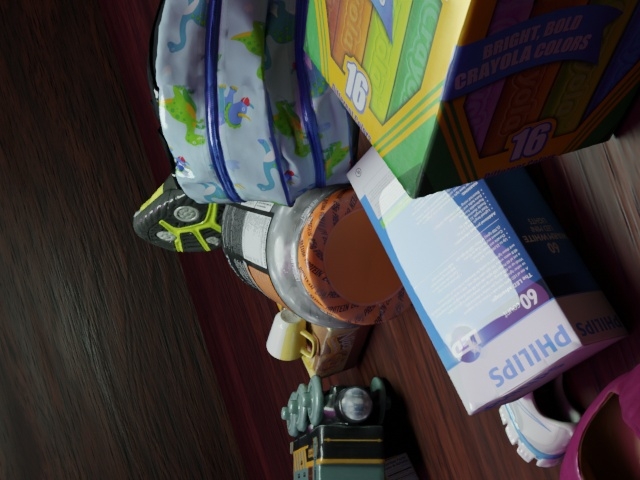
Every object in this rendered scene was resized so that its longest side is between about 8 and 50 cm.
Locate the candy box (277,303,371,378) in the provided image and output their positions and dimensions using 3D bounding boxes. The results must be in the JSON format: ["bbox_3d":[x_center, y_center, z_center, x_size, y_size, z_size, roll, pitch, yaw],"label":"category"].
[{"bbox_3d":[-0.028,0.048,1.221,0.182,0.088,0.316,103,146,-54],"label":"candy box"}]

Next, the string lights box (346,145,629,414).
[{"bbox_3d":[0.136,0.005,0.662,0.133,0.077,0.259,-46,60,40],"label":"string lights box"}]

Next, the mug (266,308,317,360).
[{"bbox_3d":[-0.041,0.141,1.136,0.062,0.078,0.064,-80,-1,-56],"label":"mug"}]

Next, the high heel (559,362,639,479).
[{"bbox_3d":[0.202,0.152,0.504,0.377,0.182,0.127,101,147,-54],"label":"high heel"}]

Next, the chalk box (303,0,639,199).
[{"bbox_3d":[0.113,-0.200,0.457,0.288,0.179,0.180,97,150,-51],"label":"chalk box"}]

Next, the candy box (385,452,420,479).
[{"bbox_3d":[0.140,0.433,1.136,0.109,0.053,0.186,101,149,-55],"label":"candy box"}]

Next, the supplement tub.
[{"bbox_3d":[0.000,0.000,0.936,0.316,0.194,0.193,-162,57,-67],"label":"supplement tub"}]

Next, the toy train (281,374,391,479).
[{"bbox_3d":[0.018,0.325,1.187,0.334,0.142,0.190,122,151,-66],"label":"toy train"}]

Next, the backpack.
[{"bbox_3d":[-0.063,-0.203,0.794,0.290,0.274,0.355,90,-161,-53],"label":"backpack"}]

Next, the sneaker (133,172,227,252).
[{"bbox_3d":[-0.145,-0.110,1.167,0.385,0.145,0.147,-31,46,28],"label":"sneaker"}]

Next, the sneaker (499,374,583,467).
[{"bbox_3d":[0.188,0.117,0.717,0.190,0.071,0.082,54,149,25],"label":"sneaker"}]
